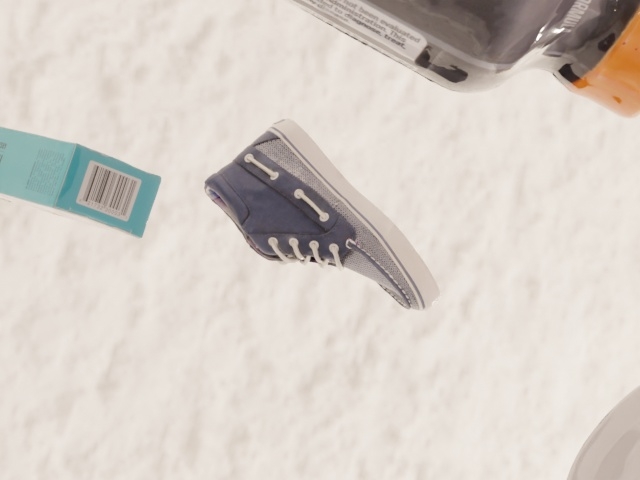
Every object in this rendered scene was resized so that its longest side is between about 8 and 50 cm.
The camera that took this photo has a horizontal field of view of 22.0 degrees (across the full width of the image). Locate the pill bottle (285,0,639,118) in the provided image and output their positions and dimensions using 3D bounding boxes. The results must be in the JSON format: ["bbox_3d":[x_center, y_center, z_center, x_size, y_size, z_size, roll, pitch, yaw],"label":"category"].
[{"bbox_3d":[0.024,-0.136,0.563,0.130,0.246,0.130,-61,-175,9],"label":"pill bottle"}]

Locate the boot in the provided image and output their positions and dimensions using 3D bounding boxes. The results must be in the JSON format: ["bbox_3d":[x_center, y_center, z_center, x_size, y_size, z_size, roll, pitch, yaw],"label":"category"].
[{"bbox_3d":[0.000,0.000,1.231,0.086,0.190,0.069,-39,159,-12],"label":"boot"}]

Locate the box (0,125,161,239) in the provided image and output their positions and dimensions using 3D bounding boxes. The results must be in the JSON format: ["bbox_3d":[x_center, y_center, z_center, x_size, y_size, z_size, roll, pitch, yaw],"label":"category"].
[{"bbox_3d":[-0.257,-0.061,1.487,0.100,0.244,0.060,22,85,-42],"label":"box"}]

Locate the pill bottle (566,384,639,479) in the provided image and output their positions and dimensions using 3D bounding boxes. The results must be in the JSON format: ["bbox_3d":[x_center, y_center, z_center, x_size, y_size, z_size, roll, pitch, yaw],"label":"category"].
[{"bbox_3d":[0.210,0.151,0.687,0.216,0.121,0.121,37,67,-25],"label":"pill bottle"}]
